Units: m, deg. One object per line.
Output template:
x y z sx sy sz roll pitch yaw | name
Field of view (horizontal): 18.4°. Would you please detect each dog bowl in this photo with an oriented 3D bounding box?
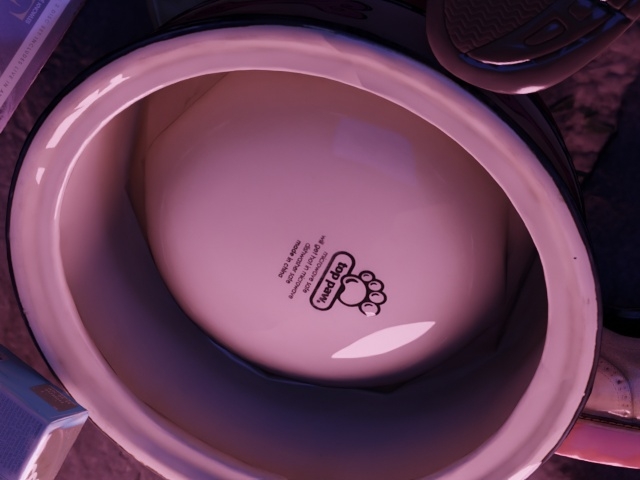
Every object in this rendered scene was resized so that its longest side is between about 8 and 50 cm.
0.000 0.000 1.363 0.408 0.150 0.408 8 123 12 | dog bowl

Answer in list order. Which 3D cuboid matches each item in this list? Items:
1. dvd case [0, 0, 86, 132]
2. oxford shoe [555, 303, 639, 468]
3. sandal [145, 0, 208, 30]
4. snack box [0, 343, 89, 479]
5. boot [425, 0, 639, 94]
-0.291 -0.192 1.439 0.221 0.018 0.164 34 106 -8 | dvd case
0.316 0.102 1.446 0.348 0.123 0.130 5 102 1 | oxford shoe
-0.062 -0.246 1.374 0.120 0.086 0.302 6 107 1 | sandal
-0.318 0.205 1.437 0.187 0.060 0.322 35 107 17 | snack box
0.178 -0.287 1.244 0.138 0.284 0.377 22 106 -5 | boot
